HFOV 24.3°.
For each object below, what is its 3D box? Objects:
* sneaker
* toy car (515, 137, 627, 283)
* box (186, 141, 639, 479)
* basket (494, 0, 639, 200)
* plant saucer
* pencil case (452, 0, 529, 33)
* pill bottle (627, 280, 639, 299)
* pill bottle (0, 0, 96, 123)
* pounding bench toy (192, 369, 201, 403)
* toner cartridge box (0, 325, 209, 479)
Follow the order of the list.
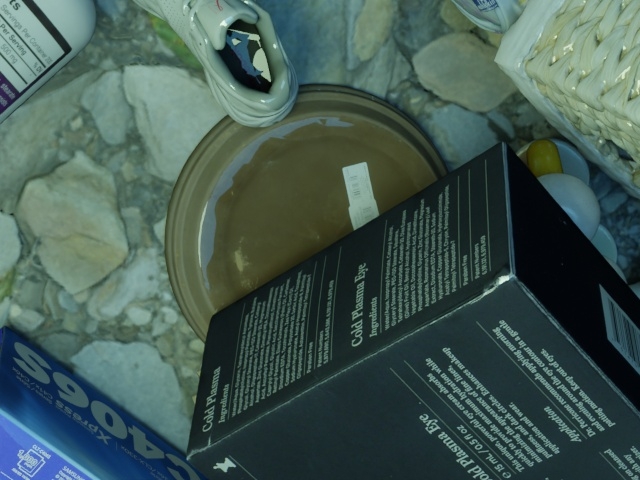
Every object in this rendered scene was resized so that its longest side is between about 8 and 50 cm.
[{"bbox_3d":[-0.091,-0.198,1.217,0.090,0.115,0.232,-42,98,-7],"label":"sneaker"},{"bbox_3d":[0.191,0.005,1.328,0.136,0.159,0.182,-19,107,11],"label":"toy car"},{"bbox_3d":[0.122,0.150,1.221,0.312,0.179,0.343,-31,119,24],"label":"box"},{"bbox_3d":[0.392,-0.169,1.237,0.328,0.266,0.331,34,89,-43],"label":"basket"},{"bbox_3d":[0.000,0.000,1.326,0.277,0.041,0.278,-2,99,-15],"label":"plant saucer"},{"bbox_3d":[0.212,-0.303,1.293,0.273,0.113,0.124,-41,111,-6],"label":"pencil case"},{"bbox_3d":[0.390,0.063,1.406,0.215,0.117,0.117,-12,102,-14],"label":"pill bottle"},{"bbox_3d":[-0.301,-0.162,1.137,0.323,0.181,0.181,-44,108,-6],"label":"pill bottle"},{"bbox_3d":[-0.080,0.156,1.326,0.052,0.083,0.065,-23,136,-8],"label":"pounding bench toy"},{"bbox_3d":[-0.156,0.226,1.249,0.348,0.165,0.075,40,100,-19],"label":"toner cartridge box"}]
